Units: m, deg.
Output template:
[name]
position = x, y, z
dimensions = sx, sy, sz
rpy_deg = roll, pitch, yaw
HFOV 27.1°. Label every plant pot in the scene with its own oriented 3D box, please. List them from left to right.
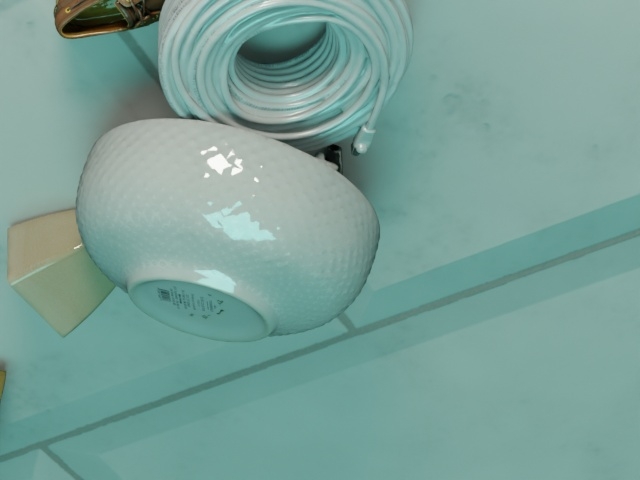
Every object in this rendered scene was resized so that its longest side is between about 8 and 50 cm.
[plant pot]
position = -0.296, 0.027, 1.565
dimensions = 0.096, 0.109, 0.109
rpy_deg = -30, 127, 9

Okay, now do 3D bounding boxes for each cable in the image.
[cable]
position = -0.034, -0.194, 1.327
dimensions = 0.257, 0.089, 0.257
rpy_deg = 11, 135, -26

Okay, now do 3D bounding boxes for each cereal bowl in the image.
[cereal bowl]
position = -0.111, 0.016, 1.438
dimensions = 0.339, 0.141, 0.339
rpy_deg = 12, 156, 5

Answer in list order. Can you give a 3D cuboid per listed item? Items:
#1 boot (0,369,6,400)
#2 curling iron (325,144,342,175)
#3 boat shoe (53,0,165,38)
[boot]
position = -0.568, 0.227, 1.771
dimensions = 0.269, 0.089, 0.236
rpy_deg = 13, 122, -11
[curling iron]
position = 0.000, 0.000, 1.575
dimensions = 0.068, 0.035, 0.274
rpy_deg = 6, 134, -5
[boat shoe]
position = -0.184, -0.238, 1.334
dimensions = 0.178, 0.060, 0.064
rpy_deg = -12, 132, 12
